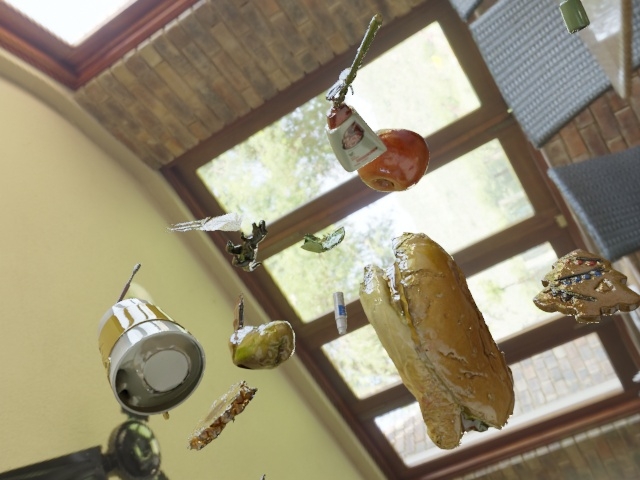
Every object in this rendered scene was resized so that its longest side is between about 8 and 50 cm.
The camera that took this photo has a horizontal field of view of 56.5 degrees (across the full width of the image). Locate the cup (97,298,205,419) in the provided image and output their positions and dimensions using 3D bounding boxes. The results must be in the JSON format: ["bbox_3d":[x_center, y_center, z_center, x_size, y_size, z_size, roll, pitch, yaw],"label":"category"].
[{"bbox_3d":[-0.361,0.254,1.245,0.226,0.185,0.241,31,131,51],"label":"cup"}]

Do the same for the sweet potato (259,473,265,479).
[{"bbox_3d":[-0.143,0.596,1.397,0.049,0.049,0.117,56,-158,-20],"label":"sweet potato"}]

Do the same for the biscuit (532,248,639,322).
[{"bbox_3d":[0.746,0.118,1.705,0.301,0.278,0.043,-74,-28,-51],"label":"biscuit"}]

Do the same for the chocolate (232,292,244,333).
[{"bbox_3d":[-0.284,0.271,2.053,0.028,0.086,0.182,15,-135,-18],"label":"chocolate"}]

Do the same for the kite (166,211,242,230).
[{"bbox_3d":[-0.342,-0.048,1.740,0.127,0.229,0.016,-107,14,-66],"label":"kite"}]

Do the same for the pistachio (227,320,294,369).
[{"bbox_3d":[-0.123,0.229,1.263,0.110,0.189,0.100,36,-130,-31],"label":"pistachio"}]

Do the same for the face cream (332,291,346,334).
[{"bbox_3d":[0.059,0.218,1.784,0.034,0.034,0.130,38,-140,-52],"label":"face cream"}]

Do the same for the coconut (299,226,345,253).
[{"bbox_3d":[0.003,0.004,1.698,0.158,0.133,0.055,-22,-80,-36],"label":"coconut"}]

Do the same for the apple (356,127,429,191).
[{"bbox_3d":[0.247,-0.280,2.089,0.251,0.271,0.206,19,-102,-53],"label":"apple"}]

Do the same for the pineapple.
[{"bbox_3d":[-0.243,0.420,1.425,0.047,0.221,0.221,47,-161,-3],"label":"pineapple"}]

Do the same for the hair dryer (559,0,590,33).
[{"bbox_3d":[0.603,-0.521,1.388,0.150,0.047,0.071,-21,-90,-53],"label":"hair dryer"}]

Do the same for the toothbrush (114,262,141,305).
[{"bbox_3d":[-0.546,0.139,1.668,0.014,0.017,0.194,40,-135,-25],"label":"toothbrush"}]

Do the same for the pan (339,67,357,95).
[{"bbox_3d":[0.088,-0.500,1.870,0.023,0.068,0.115,30,-143,-42],"label":"pan"}]

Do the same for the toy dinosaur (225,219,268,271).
[{"bbox_3d":[-0.189,0.034,1.804,0.179,0.187,0.087,13,-143,-44],"label":"toy dinosaur"}]

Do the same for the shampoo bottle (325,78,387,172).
[{"bbox_3d":[0.084,-0.335,1.751,0.071,0.153,0.284,58,180,44],"label":"shampoo bottle"}]

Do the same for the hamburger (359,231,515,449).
[{"bbox_3d":[0.138,0.119,0.687,0.262,0.124,0.131,61,-170,-2],"label":"hamburger"}]

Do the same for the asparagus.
[{"bbox_3d":[0.077,-0.373,1.264,0.025,0.248,0.024,-14,-115,-29],"label":"asparagus"}]
